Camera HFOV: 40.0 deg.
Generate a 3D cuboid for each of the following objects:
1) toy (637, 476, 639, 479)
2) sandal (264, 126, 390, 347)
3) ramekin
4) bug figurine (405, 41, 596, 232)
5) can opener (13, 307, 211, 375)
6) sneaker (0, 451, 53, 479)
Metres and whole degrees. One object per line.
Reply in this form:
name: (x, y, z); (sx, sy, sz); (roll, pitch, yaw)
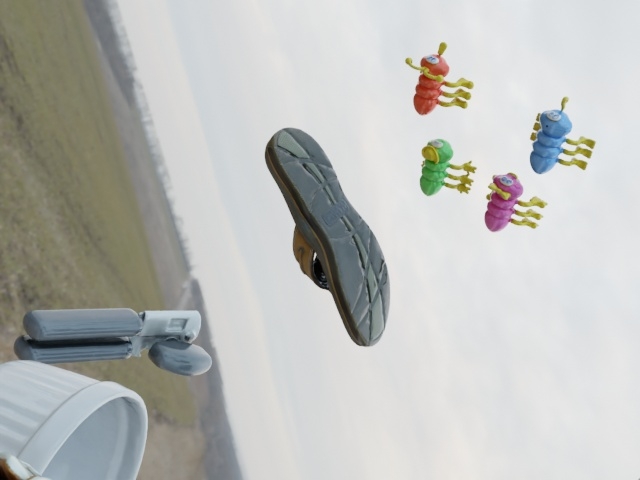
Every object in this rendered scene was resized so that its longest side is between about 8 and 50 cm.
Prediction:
toy: (0.322, 0.172, 0.633); (0.137, 0.237, 0.056); (22, -31, 55)
sandal: (0.000, 0.000, 0.836); (0.060, 0.090, 0.219); (-25, -81, 38)
ramekin: (-0.237, 0.194, 0.692); (0.207, 0.109, 0.207); (21, 90, -76)
bug figurine: (0.209, -0.125, 1.153); (0.279, 0.072, 0.216); (33, -48, 33)
can opener: (-0.259, 0.130, 1.155); (0.093, 0.280, 0.074); (37, -70, 40)
sneaker: (-0.113, 0.163, 0.428); (0.290, 0.106, 0.123); (39, 20, -53)
